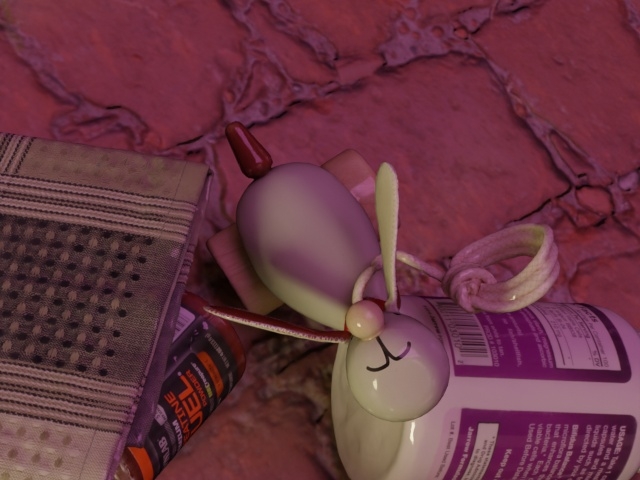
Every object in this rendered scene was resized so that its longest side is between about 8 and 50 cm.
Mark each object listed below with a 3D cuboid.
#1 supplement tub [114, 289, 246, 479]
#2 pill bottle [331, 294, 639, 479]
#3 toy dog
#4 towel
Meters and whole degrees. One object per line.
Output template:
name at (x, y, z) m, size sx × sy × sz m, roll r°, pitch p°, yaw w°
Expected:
supplement tub at (-0.151, 0.132, 1.121) m, size 0.106 × 0.106 × 0.198 m, roll 41°, pitch 54°, yaw 1°
pill bottle at (0.175, 0.135, 1.234) m, size 0.302 × 0.169 × 0.169 m, roll 4°, pitch 61°, yaw -23°
toy dog at (0.000, 0.000, 1.121) m, size 0.220 × 0.334 × 0.161 m, roll -45°, pitch 119°, yaw -19°
towel at (-0.262, 0.049, 1.088) m, size 0.324 × 0.056 × 0.312 m, roll 8°, pitch 53°, yaw 10°
